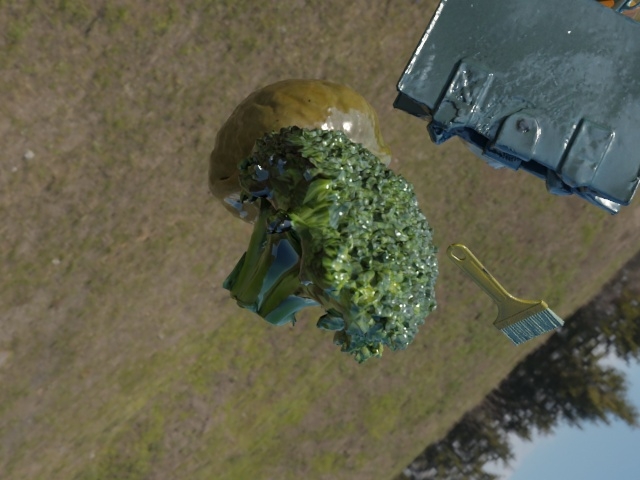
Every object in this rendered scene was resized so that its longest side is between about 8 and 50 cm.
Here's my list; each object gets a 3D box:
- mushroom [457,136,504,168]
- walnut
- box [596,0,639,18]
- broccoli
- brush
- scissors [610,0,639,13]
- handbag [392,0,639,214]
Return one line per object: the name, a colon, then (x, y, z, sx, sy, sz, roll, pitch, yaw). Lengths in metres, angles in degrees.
mushroom: (0.355, -0.240, 1.459, 0.189, 0.195, 0.254, -17, 170, 37)
walnut: (-0.035, -0.113, 1.202, 0.283, 0.227, 0.283, -8, -169, 2)
box: (0.324, -0.400, 1.285, 0.174, 0.274, 0.076, -19, 151, -35)
broccoli: (0.001, -0.003, 0.732, 0.176, 0.226, 0.198, -66, 157, -19)
brush: (0.242, 0.070, 1.169, 0.083, 0.205, 0.011, -31, -152, 34)
scissors: (0.372, -0.288, 1.102, 0.119, 0.014, 0.058, -43, -149, 12)
handbag: (0.197, -0.137, 0.763, 0.179, 0.229, 0.062, -62, 177, -11)
